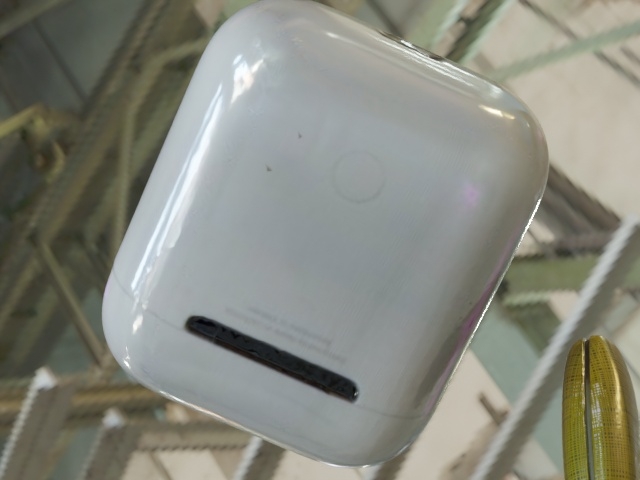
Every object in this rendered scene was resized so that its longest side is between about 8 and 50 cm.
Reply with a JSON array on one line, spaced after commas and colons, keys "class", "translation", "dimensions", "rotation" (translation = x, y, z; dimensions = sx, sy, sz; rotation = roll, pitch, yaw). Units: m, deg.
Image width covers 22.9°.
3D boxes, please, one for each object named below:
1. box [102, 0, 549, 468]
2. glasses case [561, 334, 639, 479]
[{"class": "box", "translation": [0.000, 0.000, 1.256], "dimensions": [0.141, 0.288, 0.349], "rotation": [-80, 15, -69]}, {"class": "glasses case", "translation": [0.235, 0.190, 1.310], "dimensions": [0.064, 0.234, 0.079], "rotation": [-16, -36, 26]}]
